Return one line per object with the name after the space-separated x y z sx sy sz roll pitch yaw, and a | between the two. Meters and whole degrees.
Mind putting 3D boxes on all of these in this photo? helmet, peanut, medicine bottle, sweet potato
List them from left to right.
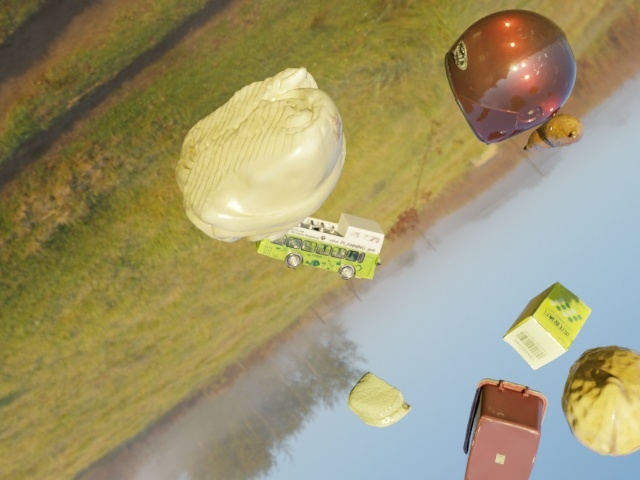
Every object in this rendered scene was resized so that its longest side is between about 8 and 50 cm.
0.310 -0.277 0.990 0.216 0.189 0.193 2 152 -13 | helmet
0.673 0.247 1.789 0.250 0.137 0.141 -33 168 -44 | medicine bottle
0.445 -0.204 1.145 0.068 0.068 0.226 -39 -176 -2 | sweet potato
0.417 0.223 0.855 0.147 0.147 0.305 -40 154 13 | peanut

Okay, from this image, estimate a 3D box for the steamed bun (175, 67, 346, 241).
-0.087 -0.131 1.088 0.324 0.219 0.309 -34 -140 11 | steamed bun

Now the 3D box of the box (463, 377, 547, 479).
0.493 0.544 1.634 0.167 0.193 0.294 -44 144 -61 | box

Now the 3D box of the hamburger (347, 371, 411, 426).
0.100 0.304 1.131 0.084 0.054 0.121 -40 -144 -16 | hamburger

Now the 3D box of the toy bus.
0.000 0.000 1.469 0.113 0.302 0.139 -114 -141 -63 | toy bus
